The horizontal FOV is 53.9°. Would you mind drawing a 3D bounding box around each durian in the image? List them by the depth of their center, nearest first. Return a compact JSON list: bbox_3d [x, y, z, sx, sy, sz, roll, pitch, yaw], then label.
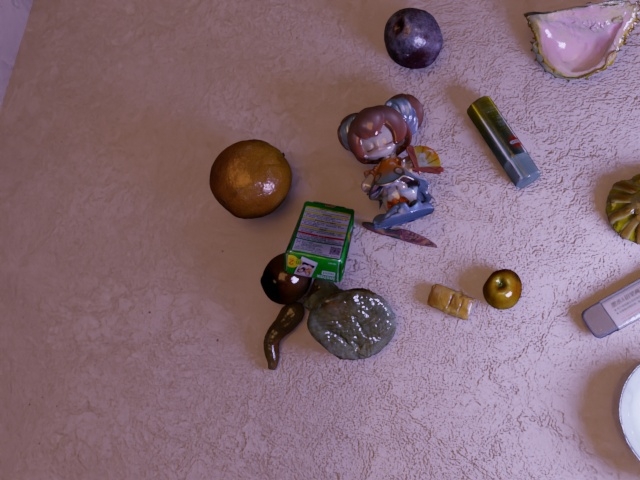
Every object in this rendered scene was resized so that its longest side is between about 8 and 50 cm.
[{"bbox_3d":[0.727,-0.550,1.772,0.305,0.185,0.196,4,99,27],"label":"durian"}]

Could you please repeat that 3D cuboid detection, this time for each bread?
[{"bbox_3d":[0.858,-0.086,1.634,0.213,0.105,0.213,-4,79,19],"label":"bread"},{"bbox_3d":[0.372,0.176,1.793,0.132,0.053,0.074,24,88,26],"label":"bread"}]

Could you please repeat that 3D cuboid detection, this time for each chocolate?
[{"bbox_3d":[-0.094,0.113,1.943,0.176,0.177,0.177,-5,76,21],"label":"chocolate"}]

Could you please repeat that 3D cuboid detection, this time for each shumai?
[{"bbox_3d":[0.084,0.216,1.871,0.272,0.204,0.222,34,101,-11],"label":"shumai"}]

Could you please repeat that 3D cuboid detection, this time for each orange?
[{"bbox_3d":[-0.219,-0.198,2.011,0.264,0.264,0.264,-5,76,21],"label":"orange"}]

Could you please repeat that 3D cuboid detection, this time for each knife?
[{"bbox_3d":[0.240,-0.020,1.913,0.247,0.018,0.035,17,82,21],"label":"knife"}]

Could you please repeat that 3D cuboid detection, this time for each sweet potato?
[{"bbox_3d":[-0.126,0.290,1.964,0.081,0.062,0.233,29,93,23],"label":"sweet potato"}]

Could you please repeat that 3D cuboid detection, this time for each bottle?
[{"bbox_3d":[0.528,-0.285,1.820,0.082,0.082,0.286,-31,69,13],"label":"bottle"}]

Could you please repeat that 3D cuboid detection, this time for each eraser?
[{"bbox_3d":[0.844,0.135,1.611,0.352,0.061,0.089,-33,69,12],"label":"eraser"}]

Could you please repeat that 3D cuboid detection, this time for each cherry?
[{"bbox_3d":[0.280,-0.628,1.941,0.195,0.195,0.195,-5,76,21],"label":"cherry"}]

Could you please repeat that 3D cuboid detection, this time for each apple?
[{"bbox_3d":[0.502,0.134,1.724,0.099,0.102,0.114,39,93,26],"label":"apple"}]

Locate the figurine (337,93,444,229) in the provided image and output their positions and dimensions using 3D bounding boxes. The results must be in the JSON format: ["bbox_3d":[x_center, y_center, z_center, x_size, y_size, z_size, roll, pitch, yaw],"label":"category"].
[{"bbox_3d":[0.208,-0.242,1.874,0.276,0.248,0.388,-20,81,14],"label":"figurine"}]

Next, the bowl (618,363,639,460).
[{"bbox_3d":[0.871,0.417,1.490,0.313,0.146,0.313,-4,77,19],"label":"bowl"}]

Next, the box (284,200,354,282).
[{"bbox_3d":[0.000,0.000,1.878,0.180,0.103,0.250,11,48,7],"label":"box"}]
